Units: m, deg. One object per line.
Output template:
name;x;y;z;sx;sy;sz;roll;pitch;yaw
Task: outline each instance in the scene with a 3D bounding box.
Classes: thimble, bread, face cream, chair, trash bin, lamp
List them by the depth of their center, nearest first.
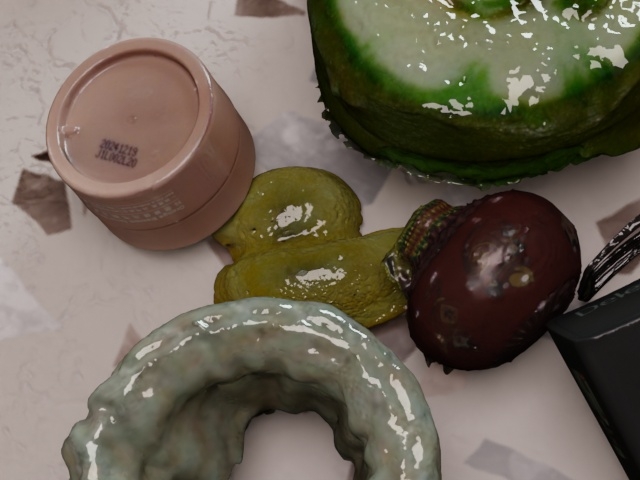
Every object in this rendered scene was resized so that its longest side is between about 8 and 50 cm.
trash bin;0.299;0.131;1.463;0.165;0.115;0.225;-27;98;-4
thimble;-0.050;0.187;1.473;0.291;0.195;0.292;-1;72;4
lamp;0.126;0.024;1.524;0.157;0.156;0.135;-42;75;-7
chair;0.312;-0.002;1.555;0.101;0.084;0.212;41;80;20
bread;0.128;-0.222;1.569;0.382;0.129;0.366;29;63;24
face cream;-0.139;-0.079;1.596;0.149;0.104;0.149;-8;62;16
bread;0.000;0.000;1.597;0.187;0.065;0.149;0;67;8
